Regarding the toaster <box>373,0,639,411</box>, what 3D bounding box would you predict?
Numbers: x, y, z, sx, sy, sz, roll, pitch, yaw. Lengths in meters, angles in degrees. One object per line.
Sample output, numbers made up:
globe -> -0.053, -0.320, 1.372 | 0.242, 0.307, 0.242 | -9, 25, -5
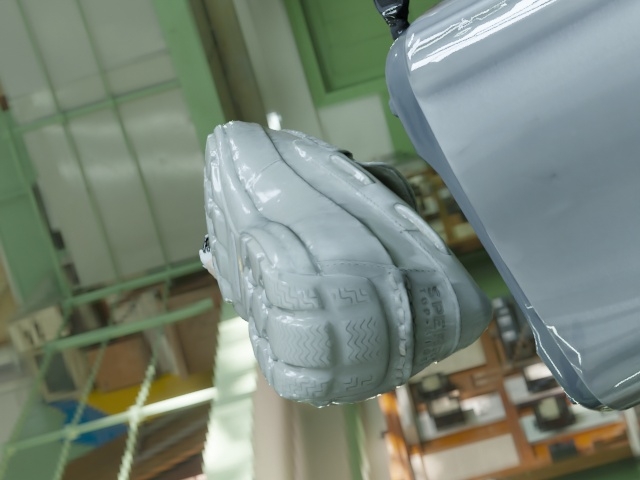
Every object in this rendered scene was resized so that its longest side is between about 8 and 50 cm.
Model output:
toaster -> 0.134, -0.050, 0.510 | 0.227, 0.146, 0.129 | 59, -146, -6

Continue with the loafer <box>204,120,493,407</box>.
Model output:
loafer -> 0.000, 0.000, 0.706 | 0.319, 0.112, 0.112 | -124, 29, -65

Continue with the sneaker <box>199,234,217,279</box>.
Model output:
sneaker -> -0.072, 0.009, 0.929 | 0.040, 0.044, 0.109 | -61, -7, -19
